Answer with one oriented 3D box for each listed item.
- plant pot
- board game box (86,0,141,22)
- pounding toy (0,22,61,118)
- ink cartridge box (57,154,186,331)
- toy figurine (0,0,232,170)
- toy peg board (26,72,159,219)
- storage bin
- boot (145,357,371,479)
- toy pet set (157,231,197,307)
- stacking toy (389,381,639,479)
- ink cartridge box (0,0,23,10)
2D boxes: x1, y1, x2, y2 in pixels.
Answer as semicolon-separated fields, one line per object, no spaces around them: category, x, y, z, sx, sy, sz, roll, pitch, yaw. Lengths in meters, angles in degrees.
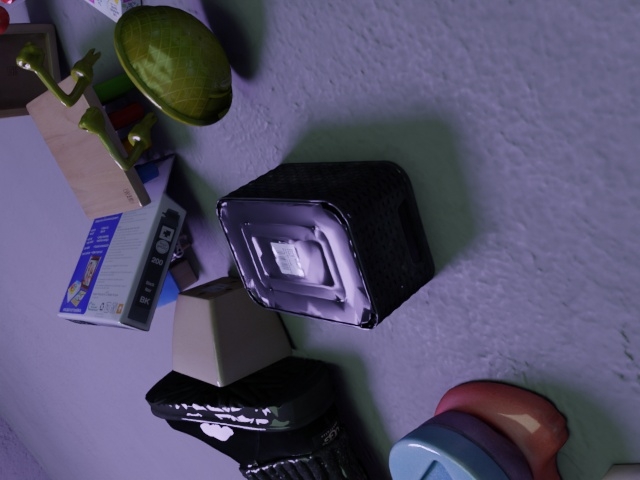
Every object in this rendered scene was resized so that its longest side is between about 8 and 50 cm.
plant pot;-0.113;0.100;0.867;0.109;0.109;0.096;5;108;48
board game box;-0.247;-0.306;0.757;0.154;0.026;0.103;37;141;24
pounding toy;-0.395;-0.212;0.934;0.100;0.141;0.130;17;115;41
ink cartridge box;-0.245;0.007;0.914;0.045;0.208;0.206;25;163;-35
toy figurine;-0.168;-0.265;0.561;0.217;0.191;0.362;-32;102;40
toy peg board;-0.255;-0.120;0.872;0.161;0.079;0.161;-5;115;51
storage bin;0.000;0.000;0.665;0.180;0.084;0.122;4;121;47
boot;-0.074;0.285;0.935;0.348;0.131;0.260;-2;116;49
toy pet set;-0.223;0.025;0.959;0.122;0.065;0.114;-5;113;51
stacking toy;0.195;0.294;0.633;0.279;0.130;0.309;4;120;48
ink cartridge box;-0.434;-0.343;0.711;0.131;0.226;0.306;44;161;17
